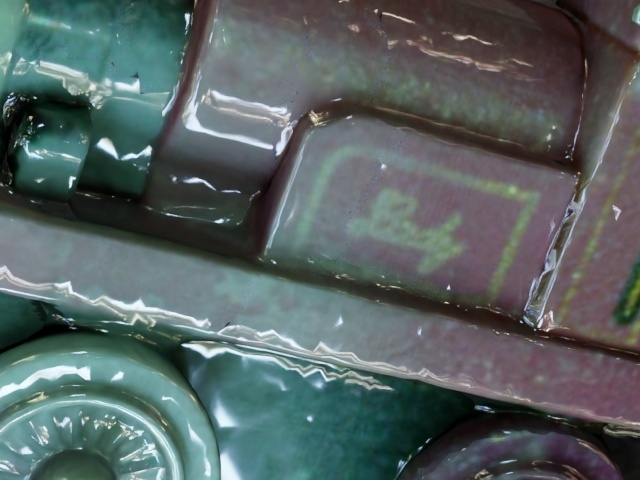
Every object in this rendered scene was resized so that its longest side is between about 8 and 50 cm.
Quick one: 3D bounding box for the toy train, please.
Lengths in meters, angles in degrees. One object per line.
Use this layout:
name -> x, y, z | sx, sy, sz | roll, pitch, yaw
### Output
toy train -> 0.000, 0.000, 0.511 | 0.304, 0.150, 0.221 | 12, 108, -21
